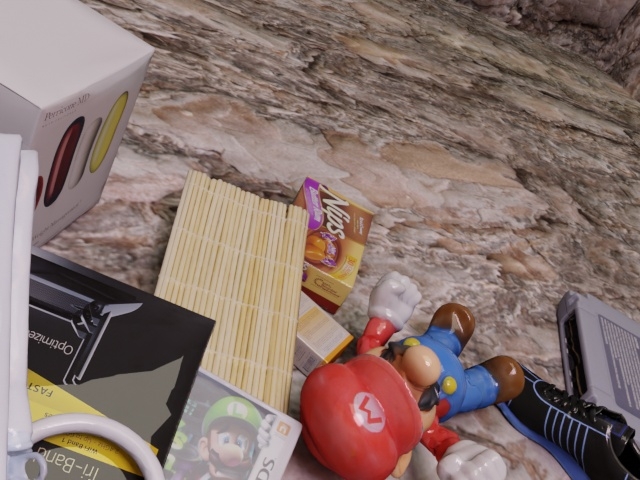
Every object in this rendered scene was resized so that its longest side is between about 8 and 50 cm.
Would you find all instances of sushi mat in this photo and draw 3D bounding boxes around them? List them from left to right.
[{"bbox_3d":[-0.091,0.058,0.699,0.151,0.019,0.317,17,47,-14],"label":"sushi mat"}]

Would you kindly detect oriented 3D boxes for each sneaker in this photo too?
[{"bbox_3d":[0.302,0.216,0.814,0.232,0.090,0.081,46,36,20],"label":"sneaker"}]

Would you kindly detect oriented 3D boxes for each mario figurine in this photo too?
[{"bbox_3d":[0.112,0.133,0.684,0.198,0.170,0.320,10,11,33],"label":"mario figurine"}]

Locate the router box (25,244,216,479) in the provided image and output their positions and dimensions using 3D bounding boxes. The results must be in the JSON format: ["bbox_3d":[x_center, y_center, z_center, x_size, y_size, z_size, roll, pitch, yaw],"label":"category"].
[{"bbox_3d":[-0.252,0.107,0.458,0.308,0.081,0.243,24,45,-10],"label":"router box"}]

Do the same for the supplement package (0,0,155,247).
[{"bbox_3d":[-0.288,-0.108,0.643,0.149,0.203,0.194,31,33,-2],"label":"supplement package"}]

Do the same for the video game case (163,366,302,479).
[{"bbox_3d":[-0.126,0.173,0.548,0.190,0.022,0.173,30,44,-3],"label":"video game case"}]

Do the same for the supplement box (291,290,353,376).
[{"bbox_3d":[-0.021,0.097,0.749,0.098,0.036,0.062,41,35,12],"label":"supplement box"}]

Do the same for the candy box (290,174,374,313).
[{"bbox_3d":[0.000,0.000,0.881,0.109,0.053,0.187,29,34,-4],"label":"candy box"}]

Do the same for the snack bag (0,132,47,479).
[{"bbox_3d":[-0.267,0.081,0.234,0.322,0.037,0.343,1,55,-24],"label":"snack bag"}]

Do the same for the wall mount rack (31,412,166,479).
[{"bbox_3d":[-0.091,0.219,0.294,0.304,0.130,0.350,19,44,-12],"label":"wall mount rack"}]

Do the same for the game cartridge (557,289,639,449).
[{"bbox_3d":[0.438,0.206,0.978,0.196,0.060,0.294,27,33,-2],"label":"game cartridge"}]
